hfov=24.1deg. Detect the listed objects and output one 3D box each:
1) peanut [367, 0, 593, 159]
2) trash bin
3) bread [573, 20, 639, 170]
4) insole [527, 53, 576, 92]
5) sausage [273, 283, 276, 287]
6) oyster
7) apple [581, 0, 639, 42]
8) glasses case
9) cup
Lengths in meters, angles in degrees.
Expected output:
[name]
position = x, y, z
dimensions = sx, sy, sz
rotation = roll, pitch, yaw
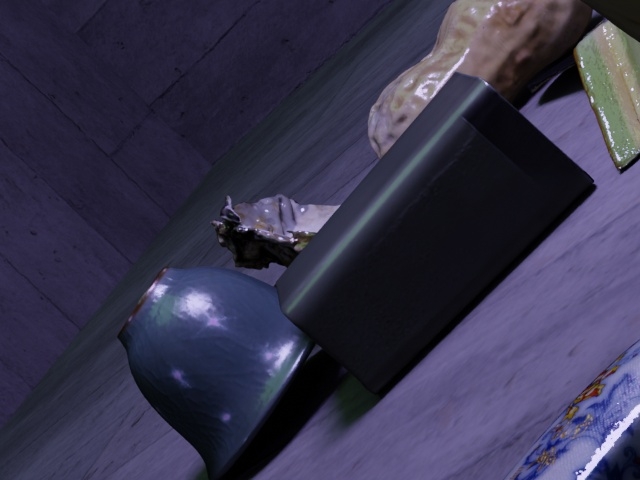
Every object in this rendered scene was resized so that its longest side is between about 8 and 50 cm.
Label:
[peanut]
position = 0.167, -0.188, 1.595
dimensions = 0.290, 0.130, 0.130
rotation = -47, 9, 3
[trash bin]
position = 0.082, -0.009, 1.223
dimensions = 0.240, 0.122, 0.164
rotation = -47, 9, 5
[bread]
position = 0.261, -0.107, 1.172
dimensions = 0.074, 0.084, 0.139
rotation = -40, 42, 29
[insole]
position = 0.267, -0.182, 1.374
dimensions = 0.119, 0.009, 0.348
rotation = -35, 3, -10
[sausage]
position = -0.044, 0.087, 1.547
dimensions = 0.169, 0.065, 0.065
rotation = -47, 9, -10
[oyster]
position = 0.000, 0.000, 1.499
dimensions = 0.223, 0.214, 0.083
rotation = -18, -62, -59
[apple]
position = 0.266, -0.290, 0.663
dimensions = 0.473, 0.473, 0.473
rotation = -44, 9, 9
[glasses case]
position = 0.103, 0.136, 0.661
dimensions = 0.248, 0.065, 0.087
rotation = -50, 8, -19
[cup]
position = -0.101, 0.096, 1.360
dimensions = 0.199, 0.150, 0.199
rotation = -55, 3, 4
